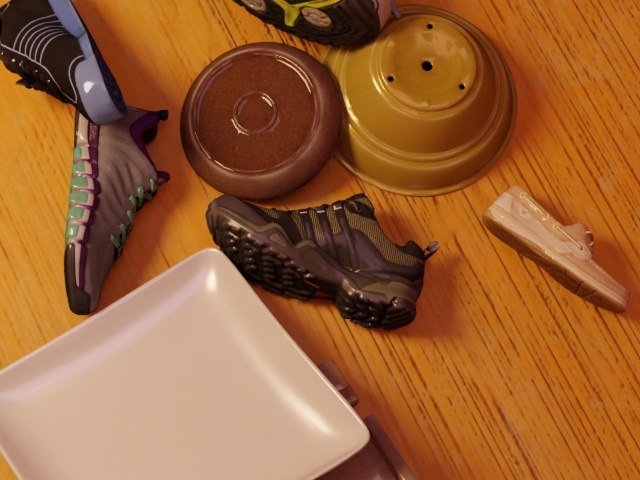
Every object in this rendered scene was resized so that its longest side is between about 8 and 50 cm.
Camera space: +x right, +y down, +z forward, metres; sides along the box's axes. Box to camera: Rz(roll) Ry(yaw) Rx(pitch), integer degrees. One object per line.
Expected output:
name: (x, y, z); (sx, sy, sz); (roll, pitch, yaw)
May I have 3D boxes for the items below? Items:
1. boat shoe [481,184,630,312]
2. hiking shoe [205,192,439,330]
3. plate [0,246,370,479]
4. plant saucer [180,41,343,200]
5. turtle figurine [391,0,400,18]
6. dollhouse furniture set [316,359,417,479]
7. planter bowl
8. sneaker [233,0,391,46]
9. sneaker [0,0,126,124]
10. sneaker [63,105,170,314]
boat shoe: (0.244, 0.005, 1.416); (0.170, 0.063, 0.059); (37, 79, 7)
hiking shoe: (0.000, 0.000, 1.396); (0.227, 0.086, 0.114); (26, 59, -3)
plate: (-0.138, 0.166, 1.286); (0.277, 0.045, 0.278); (-32, 55, -14)
plant saucer: (-0.062, -0.125, 1.425); (0.168, 0.029, 0.168); (-2, 75, 9)
turtle figurine: (0.111, -0.373, 1.468); (0.198, 0.275, 0.266); (-30, 33, 11)
dollhouse furniture set: (-0.031, 0.339, 1.282); (0.303, 0.174, 0.355); (-25, 56, -13)
planter bowl: (0.102, -0.160, 1.441); (0.217, 0.090, 0.217); (1, 73, -5)
sneaker: (-0.077, -0.339, 1.435); (0.384, 0.145, 0.147); (36, 71, 14)
sneaker: (-0.259, -0.171, 1.384); (0.090, 0.081, 0.232); (-30, 42, -3)
sneaker: (-0.196, -0.036, 1.381); (0.098, 0.083, 0.224); (4, 72, -9)
